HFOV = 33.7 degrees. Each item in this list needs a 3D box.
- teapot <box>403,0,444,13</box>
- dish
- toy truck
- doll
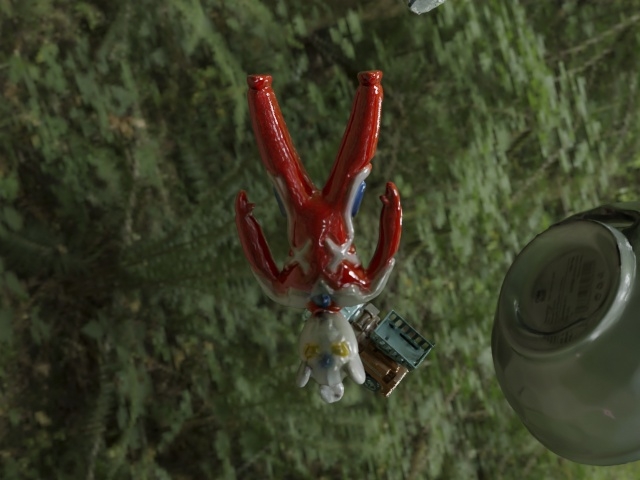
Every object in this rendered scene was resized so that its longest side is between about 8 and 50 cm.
[{"bbox_3d":[0.177,-0.390,1.234,0.178,0.221,0.163,53,31,-53],"label":"teapot"},{"bbox_3d":[0.264,0.065,1.025,0.120,0.303,0.303,32,38,-32],"label":"dish"},{"bbox_3d":[0.066,0.133,1.545,0.177,0.115,0.080,41,58,4],"label":"toy truck"},{"bbox_3d":[0.000,0.000,1.199,0.099,0.188,0.384,-65,151,-74],"label":"doll"}]
